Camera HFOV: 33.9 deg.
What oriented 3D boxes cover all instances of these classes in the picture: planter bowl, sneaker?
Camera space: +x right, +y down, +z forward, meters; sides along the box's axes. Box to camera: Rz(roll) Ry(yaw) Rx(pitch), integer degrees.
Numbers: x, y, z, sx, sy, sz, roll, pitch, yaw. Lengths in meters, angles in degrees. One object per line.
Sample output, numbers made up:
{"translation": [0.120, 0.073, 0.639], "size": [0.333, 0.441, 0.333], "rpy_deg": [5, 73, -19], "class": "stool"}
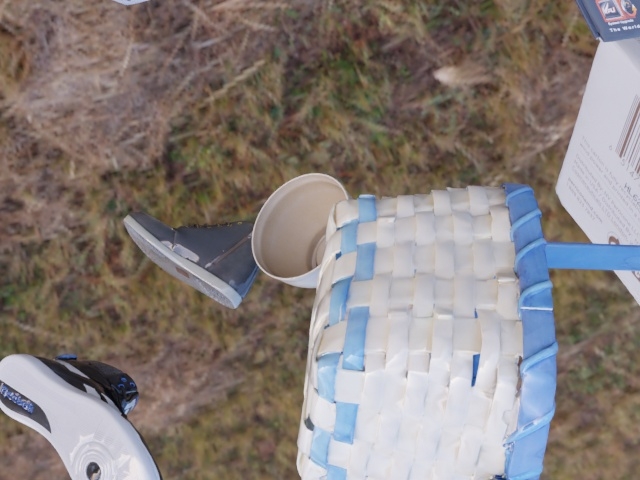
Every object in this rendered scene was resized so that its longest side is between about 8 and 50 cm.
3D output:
{"translation": [0.000, 0.000, 1.484], "size": [0.162, 0.162, 0.109], "rpy_deg": [-32, 141, 19], "class": "planter bowl"}
{"translation": [-0.196, 0.169, 0.988], "size": [0.121, 0.217, 0.079], "rpy_deg": [4, 116, -58], "class": "sneaker"}
{"translation": [-0.180, 0.000, 1.568], "size": [0.118, 0.222, 0.083], "rpy_deg": [-52, 166, -21], "class": "sneaker"}

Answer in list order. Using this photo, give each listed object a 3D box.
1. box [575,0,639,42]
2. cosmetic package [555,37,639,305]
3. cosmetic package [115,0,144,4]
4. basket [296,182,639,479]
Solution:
{"translation": [0.357, -0.333, 0.872], "size": [0.395, 0.097, 0.318], "rpy_deg": [1, 139, 44], "class": "box"}
{"translation": [0.589, -0.110, 1.396], "size": [0.394, 0.329, 0.327], "rpy_deg": [-19, 145, -14], "class": "cosmetic package"}
{"translation": [-0.168, -0.324, 0.863], "size": [0.086, 0.231, 0.117], "rpy_deg": [-4, 176, 31], "class": "cosmetic package"}
{"translation": [0.137, 0.079, 0.723], "size": [0.289, 0.254, 0.201], "rpy_deg": [4, 127, 6], "class": "basket"}
